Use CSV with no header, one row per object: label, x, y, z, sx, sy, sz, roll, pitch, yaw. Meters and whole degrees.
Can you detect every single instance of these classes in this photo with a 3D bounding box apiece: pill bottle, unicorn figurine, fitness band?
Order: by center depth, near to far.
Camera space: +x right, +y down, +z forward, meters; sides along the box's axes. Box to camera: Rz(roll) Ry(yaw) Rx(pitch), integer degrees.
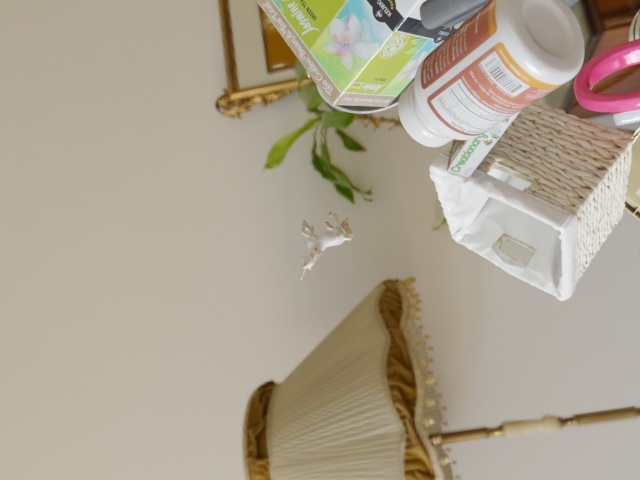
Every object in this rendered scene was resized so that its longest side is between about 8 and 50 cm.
pill bottle,0.189,-0.195,0.767,0.216,0.121,0.121,-30,65,58
fitness band,0.613,-0.306,1.172,0.054,0.290,0.209,55,-138,-35
unicorn figurine,0.000,0.000,1.484,0.111,0.161,0.060,66,-176,34

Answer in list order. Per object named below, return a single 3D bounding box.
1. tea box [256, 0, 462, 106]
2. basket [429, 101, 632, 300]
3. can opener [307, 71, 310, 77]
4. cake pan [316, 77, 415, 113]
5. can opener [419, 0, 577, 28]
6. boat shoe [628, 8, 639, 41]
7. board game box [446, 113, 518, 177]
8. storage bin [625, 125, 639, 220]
tea box,0.094,-0.514,1.390,0.219,0.323,0.329,-13,-117,-49
basket,0.464,-0.104,1.419,0.328,0.266,0.331,33,167,34
can opener,0.031,-0.501,2.027,0.280,0.093,0.074,41,-157,-59
cake pan,0.133,-0.463,1.774,0.293,0.293,0.054,66,-163,-59
can opener,0.255,-0.346,0.934,0.283,0.075,0.095,-4,100,62
boat shoe,1.175,-0.710,2.073,0.156,0.499,0.187,17,128,59
board game box,0.325,-0.274,1.198,0.305,0.053,0.193,113,174,-64
storage bin,0.915,-0.170,1.686,0.262,0.123,0.260,47,139,23
